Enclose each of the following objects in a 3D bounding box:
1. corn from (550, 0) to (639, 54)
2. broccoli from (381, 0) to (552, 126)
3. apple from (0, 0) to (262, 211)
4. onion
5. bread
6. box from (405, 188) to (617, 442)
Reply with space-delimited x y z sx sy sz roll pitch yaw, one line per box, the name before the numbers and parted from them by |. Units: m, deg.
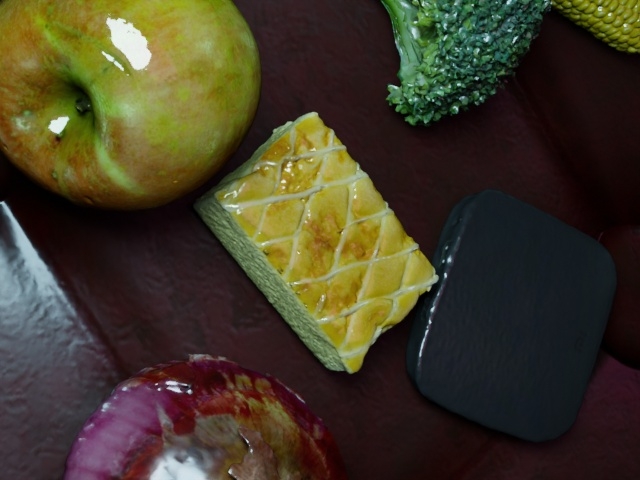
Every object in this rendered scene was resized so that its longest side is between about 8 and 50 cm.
corn | 0.236 -0.270 1.206 0.260 0.091 0.091 34 64 -26
broccoli | 0.095 -0.208 1.084 0.194 0.219 0.194 -2 81 10
apple | -0.139 -0.119 0.899 0.196 0.196 0.196 5 80 -30
onion | -0.072 0.192 0.908 0.230 0.163 0.230 5 77 -22
bread | 0.001 0.001 1.034 0.125 0.068 0.188 -45 106 -28
box | 0.178 0.071 1.147 0.201 0.042 0.212 26 71 -25
